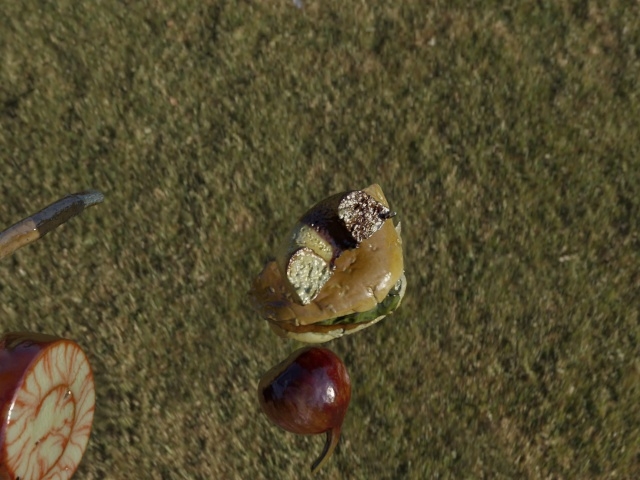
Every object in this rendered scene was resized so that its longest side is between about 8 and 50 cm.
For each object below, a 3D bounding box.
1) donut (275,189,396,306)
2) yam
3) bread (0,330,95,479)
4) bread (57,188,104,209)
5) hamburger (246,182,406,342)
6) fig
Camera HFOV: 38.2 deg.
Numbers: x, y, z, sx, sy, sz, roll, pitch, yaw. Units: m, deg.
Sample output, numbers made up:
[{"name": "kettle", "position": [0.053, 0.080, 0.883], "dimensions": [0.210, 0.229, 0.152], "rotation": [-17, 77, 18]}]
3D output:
[{"name": "donut", "position": [-0.001, 0.002, 1.519], "dimensions": [0.217, 0.141, 0.085], "rotation": [-49, 112, -18]}, {"name": "yam", "position": [-0.553, -0.023, 1.780], "dimensions": [0.057, 0.056, 0.241], "rotation": [29, 39, 20]}, {"name": "bread", "position": [-0.539, 0.322, 1.720], "dimensions": [0.114, 0.327, 0.295], "rotation": [9, 50, 16]}, {"name": "bread", "position": [-0.508, -0.086, 1.970], "dimensions": [0.083, 0.035, 0.070], "rotation": [-23, 26, -37]}, {"name": "hamburger", "position": [0.049, 0.066, 1.679], "dimensions": [0.330, 0.162, 0.209], "rotation": [-43, 75, -12]}, {"name": "fig", "position": [-0.007, 0.304, 1.731], "dimensions": [0.175, 0.175, 0.207], "rotation": [-36, 85, -15]}]
